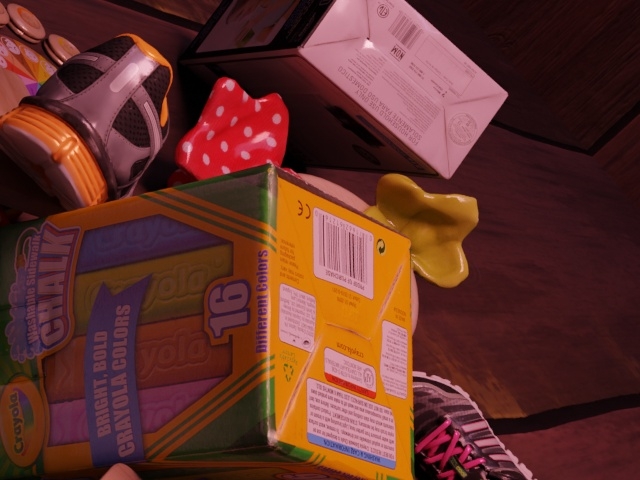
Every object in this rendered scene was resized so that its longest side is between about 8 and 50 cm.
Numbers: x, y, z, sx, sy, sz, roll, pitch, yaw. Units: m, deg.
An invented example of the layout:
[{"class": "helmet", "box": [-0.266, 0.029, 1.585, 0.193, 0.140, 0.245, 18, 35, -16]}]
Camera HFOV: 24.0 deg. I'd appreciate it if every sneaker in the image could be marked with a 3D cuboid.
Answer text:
[{"class": "sneaker", "box": [0.105, 0.163, 1.086, 0.170, 0.063, 0.075, 45, 11, -17]}, {"class": "sneaker", "box": [-0.120, -0.056, 0.802, 0.084, 0.083, 0.215, 43, -9, -9]}]

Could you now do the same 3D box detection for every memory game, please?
[{"class": "memory game", "box": [-0.202, -0.118, 1.090, 0.186, 0.012, 0.186, 40, 20, -17]}]

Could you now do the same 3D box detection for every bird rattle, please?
[{"class": "bird rattle", "box": [0.000, 0.000, 1.119, 0.254, 0.143, 0.206, 31, 40, -31]}]

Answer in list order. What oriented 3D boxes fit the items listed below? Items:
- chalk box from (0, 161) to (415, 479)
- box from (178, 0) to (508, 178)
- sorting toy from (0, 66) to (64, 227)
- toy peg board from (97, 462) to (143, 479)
[{"class": "chalk box", "box": [-0.077, 0.060, 0.733, 0.132, 0.213, 0.132, 26, 58, -53]}, {"class": "box", "box": [0.009, -0.137, 1.269, 0.169, 0.087, 0.290, 39, -10, -22]}, {"class": "sorting toy", "box": [-0.212, -0.054, 0.877, 0.132, 0.046, 0.274, 22, 30, -52]}, {"class": "toy peg board", "box": [-0.082, 0.205, 0.603, 0.161, 0.079, 0.160, 45, 34, -2]}]
